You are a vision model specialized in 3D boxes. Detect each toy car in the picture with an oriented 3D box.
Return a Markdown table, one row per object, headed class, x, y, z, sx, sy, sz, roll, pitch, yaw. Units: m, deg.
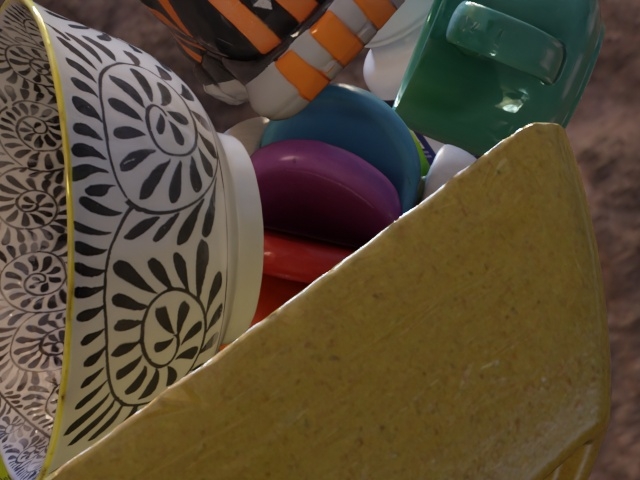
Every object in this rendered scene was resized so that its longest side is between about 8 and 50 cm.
| class | x | y | z | sx | sy | sz | roll | pitch | yaw |
| --- | --- | --- | --- | --- | --- | --- | --- | --- | --- |
| toy car | 0.000 | 0.000 | 0.958 | 0.159 | 0.136 | 0.182 | 11 | -112 | 15 |

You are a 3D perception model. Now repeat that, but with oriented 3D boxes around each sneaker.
| class | x | y | z | sx | sy | sz | roll | pitch | yaw |
| --- | --- | --- | --- | --- | --- | --- | --- | --- | --- |
| sneaker | -0.060 | -0.162 | 0.900 | 0.180 | 0.321 | 0.124 | 43 | -92 | -11 |

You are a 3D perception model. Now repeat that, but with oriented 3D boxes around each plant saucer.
| class | x | y | z | sx | sy | sz | roll | pitch | yaw |
| --- | --- | --- | --- | --- | --- | --- | --- | --- | --- |
| plant saucer | -0.024 | 0.163 | 0.639 | 0.081 | 0.333 | 0.333 | 39 | -124 | 24 |

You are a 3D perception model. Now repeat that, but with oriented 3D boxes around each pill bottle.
| class | x | y | z | sx | sy | sz | roll | pitch | yaw |
| --- | --- | --- | --- | --- | --- | --- | --- | --- | --- |
| pill bottle | 0.088 | -0.104 | 1.246 | 0.169 | 0.094 | 0.094 | 54 | -136 | -24 |

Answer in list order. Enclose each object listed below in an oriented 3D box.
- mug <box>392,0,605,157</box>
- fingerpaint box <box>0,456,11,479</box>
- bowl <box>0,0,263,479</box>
| class | x | y | z | sx | sy | sz | roll | pitch | yaw |
| --- | --- | --- | --- | --- | --- | --- | --- | --- | --- |
| mug | 0.106 | -0.105 | 1.085 | 0.097 | 0.129 | 0.158 | 22 | -143 | -2 |
| fingerpaint box | -0.103 | 0.208 | 1.222 | 0.371 | 0.445 | 0.163 | 46 | -140 | -5 |
| bowl | -0.068 | 0.001 | 0.648 | 0.080 | 0.170 | 0.170 | -1 | -114 | -21 |
